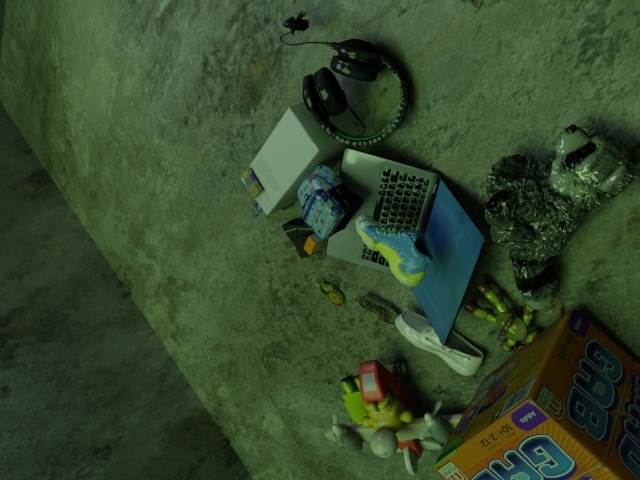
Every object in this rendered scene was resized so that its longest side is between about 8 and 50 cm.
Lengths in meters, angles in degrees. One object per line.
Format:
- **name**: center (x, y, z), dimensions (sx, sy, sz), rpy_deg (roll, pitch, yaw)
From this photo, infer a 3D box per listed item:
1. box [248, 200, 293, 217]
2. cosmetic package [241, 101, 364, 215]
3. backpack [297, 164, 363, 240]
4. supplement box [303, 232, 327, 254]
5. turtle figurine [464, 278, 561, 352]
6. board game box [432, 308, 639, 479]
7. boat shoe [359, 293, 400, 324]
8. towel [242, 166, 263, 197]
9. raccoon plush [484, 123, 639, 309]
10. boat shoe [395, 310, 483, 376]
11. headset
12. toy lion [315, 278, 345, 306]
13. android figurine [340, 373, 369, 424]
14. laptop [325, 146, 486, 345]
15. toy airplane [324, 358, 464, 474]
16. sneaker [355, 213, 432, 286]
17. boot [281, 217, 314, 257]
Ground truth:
- **box**: center (-0.169, -0.121, 2.146), dimensions (0.169, 0.059, 0.054), rpy_deg (-9, 108, 50)
- **cosmetic package**: center (-0.058, -0.245, 1.835), dimensions (0.155, 0.197, 0.365), rpy_deg (54, 140, 9)
- **backpack**: center (0.006, -0.109, 1.710), dimensions (0.173, 0.117, 0.158), rpy_deg (50, 143, 12)
- **supplement box**: center (0.000, 0.000, 2.009), dimensions (0.036, 0.098, 0.062), rpy_deg (47, 142, 20)
- **turtle figurine**: center (0.480, 0.215, 1.633), dimensions (0.217, 0.087, 0.269), rpy_deg (38, 137, 24)
- **board game box**: center (0.549, 0.453, 1.431), dimensions (0.356, 0.356, 0.356), rpy_deg (42, 132, 8)
- **boat shoe**: center (0.195, 0.214, 1.988), dimensions (0.153, 0.048, 0.056), rpy_deg (25, 119, 27)
- **towel**: center (-0.202, -0.171, 1.880), dimensions (0.083, 0.009, 0.060), rpy_deg (60, 143, 4)
- **raccoon plush**: center (0.555, -0.047, 1.363), dimensions (0.299, 0.216, 0.446), rpy_deg (-4, 137, 36)
- **boat shoe**: center (0.346, 0.274, 1.818), dimensions (0.277, 0.098, 0.096), rpy_deg (31, 134, 18)
- **headset**: center (0.055, -0.424, 1.628), dimensions (0.394, 0.185, 0.243), rpy_deg (45, 113, -4)
- **toy lion**: center (0.037, 0.181, 2.145), dimensions (0.100, 0.034, 0.096), rpy_deg (7, 127, 45)
- **android figurine**: center (0.178, 0.601, 2.242), dimensions (0.248, 0.056, 0.273), rpy_deg (-33, 88, 52)
- **laptop**: center (0.198, 0.015, 1.676), dimensions (0.408, 0.236, 0.382), rpy_deg (17, 130, 9)
- **toy airplane**: center (0.231, 0.599, 2.006), dimensions (0.384, 0.272, 0.386), rpy_deg (28, 121, 7)
- **sneaker**: center (0.196, -0.004, 1.599), dimensions (0.240, 0.091, 0.126), rpy_deg (49, 123, 18)
- **boot**: center (-0.035, -0.006, 2.076), dimensions (0.198, 0.077, 0.137), rpy_deg (0, 119, 62)
